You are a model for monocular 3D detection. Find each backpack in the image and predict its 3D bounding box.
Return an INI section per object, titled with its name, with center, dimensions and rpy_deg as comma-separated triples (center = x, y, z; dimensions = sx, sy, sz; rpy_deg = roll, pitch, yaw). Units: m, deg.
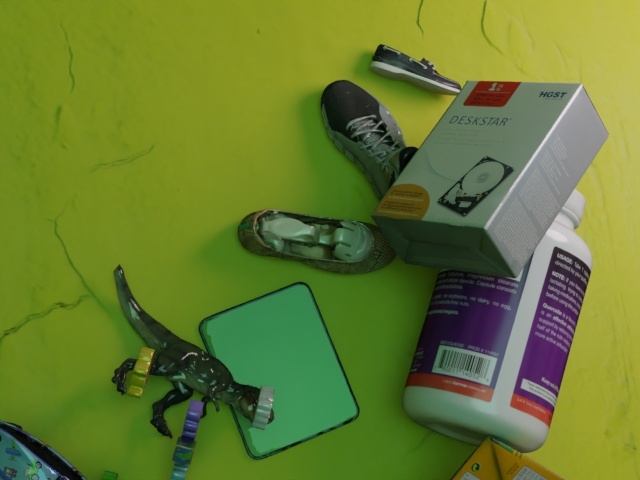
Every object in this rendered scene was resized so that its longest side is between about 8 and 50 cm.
[backpack]
center = -0.327, 0.283, 1.566
dimensions = 0.173, 0.158, 0.117
rpy_deg = 41, 75, -7

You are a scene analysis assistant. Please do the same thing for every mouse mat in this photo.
[mouse mat]
center = -0.051, 0.161, 1.748
dimensions = 0.152, 0.007, 0.190
rpy_deg = -21, 84, -12

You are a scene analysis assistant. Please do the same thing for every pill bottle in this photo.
[pill bottle]
center = 0.225, 0.086, 1.717
dimensions = 0.181, 0.181, 0.323
rpy_deg = 19, 76, -5

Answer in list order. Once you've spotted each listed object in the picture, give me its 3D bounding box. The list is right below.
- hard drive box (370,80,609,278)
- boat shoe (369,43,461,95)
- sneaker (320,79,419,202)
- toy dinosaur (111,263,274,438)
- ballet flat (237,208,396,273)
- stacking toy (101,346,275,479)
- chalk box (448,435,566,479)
[hard drive box]
center = 0.200, -0.077, 1.649
dimensions = 0.232, 0.181, 0.089
rpy_deg = -54, 127, -25
[boat shoe]
center = 0.128, -0.222, 1.835
dimensions = 0.125, 0.046, 0.038
rpy_deg = 18, 81, 3
[sneaker]
center = 0.087, -0.119, 1.761
dimensions = 0.086, 0.132, 0.229
rpy_deg = -32, 86, -14
[toy dinosaur]
center = -0.184, 0.160, 1.703
dimensions = 0.268, 0.064, 0.118
rpy_deg = 40, 72, 4
[ballet flat]
center = 0.000, 0.000, 1.756
dimensions = 0.206, 0.067, 0.073
rpy_deg = 4, 78, -8
[stacking toy]
center = -0.161, 0.247, 1.658
dimensions = 0.167, 0.052, 0.221
rpy_deg = 16, 109, -3
[chalk box]
center = 0.250, 0.401, 1.629
dimensions = 0.180, 0.179, 0.289
rpy_deg = -47, 132, -14
